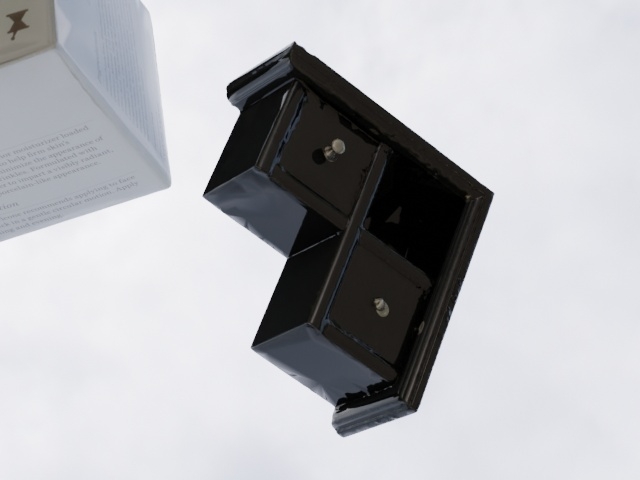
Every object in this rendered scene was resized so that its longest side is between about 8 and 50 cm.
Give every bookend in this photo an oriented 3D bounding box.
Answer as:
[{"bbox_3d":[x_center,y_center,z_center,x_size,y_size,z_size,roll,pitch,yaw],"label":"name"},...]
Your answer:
[{"bbox_3d":[0.000,0.000,1.122,0.157,0.072,0.156,36,-124,-21],"label":"bookend"}]

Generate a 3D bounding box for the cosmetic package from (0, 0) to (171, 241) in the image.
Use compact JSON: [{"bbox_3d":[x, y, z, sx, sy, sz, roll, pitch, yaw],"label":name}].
[{"bbox_3d":[-0.205,-0.115,1.287,0.151,0.183,0.151,-17,-122,12],"label":"cosmetic package"}]
